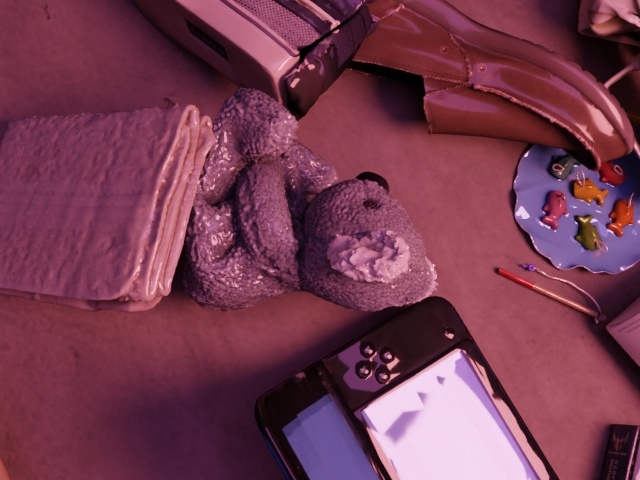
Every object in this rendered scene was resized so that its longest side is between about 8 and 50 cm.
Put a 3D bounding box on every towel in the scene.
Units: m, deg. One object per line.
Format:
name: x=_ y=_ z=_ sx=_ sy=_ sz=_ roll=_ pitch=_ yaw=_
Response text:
towel: x=-0.226 y=-0.033 z=0.689 sx=0.282 sy=0.049 sz=0.187 roll=4 pitch=73 yaw=34

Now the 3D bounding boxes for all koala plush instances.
koala plush: x=0.000 y=0.000 z=0.699 sx=0.221 sy=0.196 sz=0.203 roll=20 pitch=83 yaw=18

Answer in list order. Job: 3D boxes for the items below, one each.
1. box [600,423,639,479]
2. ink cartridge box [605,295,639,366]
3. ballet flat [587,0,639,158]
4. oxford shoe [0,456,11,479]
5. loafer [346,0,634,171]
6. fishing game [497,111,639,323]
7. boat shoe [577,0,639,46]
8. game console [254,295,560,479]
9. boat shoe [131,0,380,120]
box: x=0.410 y=0.320 z=0.789 sx=0.232 sy=0.059 sz=0.183 roll=21 pitch=75 yaw=-5
ink cartridge box: x=0.447 y=0.125 z=0.790 sx=0.158 sy=0.092 sz=0.218 roll=-33 pitch=78 yaw=-26
ballet flat: x=0.370 y=-0.219 z=0.820 sx=0.139 sy=0.139 sz=0.400 roll=-15 pitch=88 yaw=-12
oxford shoe: x=-0.344 y=0.155 z=0.672 sx=0.123 sy=0.130 sz=0.348 roll=-19 pitch=103 yaw=12
loafer: x=0.167 y=-0.167 z=0.826 sx=0.366 sy=0.134 sz=0.130 roll=31 pitch=94 yaw=9
fishing game: x=0.319 y=-0.047 z=0.861 sx=0.189 sy=0.041 sz=0.264 roll=26 pitch=76 yaw=-1
boat shoe: x=0.426 y=-0.256 z=0.909 sx=0.226 sy=0.083 sz=0.076 roll=16 pitch=87 yaw=6
game console: x=0.107 y=0.214 z=0.658 sx=0.250 sy=0.173 sz=0.293 roll=-29 pitch=83 yaw=-16
boat shoe: x=-0.091 y=-0.278 z=0.776 sx=0.340 sy=0.127 sz=0.158 roll=42 pitch=76 yaw=14
